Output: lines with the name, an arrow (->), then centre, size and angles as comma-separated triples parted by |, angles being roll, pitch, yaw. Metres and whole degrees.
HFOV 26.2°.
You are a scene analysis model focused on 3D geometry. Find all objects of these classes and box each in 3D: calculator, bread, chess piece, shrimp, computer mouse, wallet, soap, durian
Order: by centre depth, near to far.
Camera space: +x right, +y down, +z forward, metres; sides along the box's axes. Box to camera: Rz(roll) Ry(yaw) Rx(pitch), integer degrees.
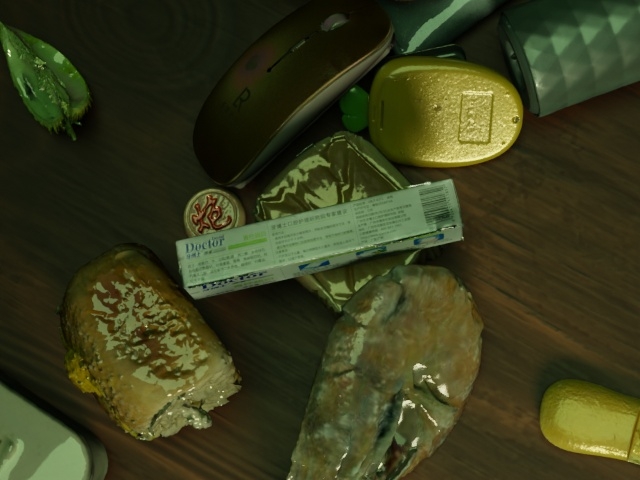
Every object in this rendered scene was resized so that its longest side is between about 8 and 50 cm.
shrimp -> 0.064, 0.238, 1.679 | 0.221, 0.110, 0.445 | 22, 93, -31
soap -> 0.354, 0.223, 1.691 | 0.168, 0.033, 0.089 | 10, 83, 8
bread -> -0.219, 0.141, 1.700 | 0.176, 0.195, 0.246 | -37, 77, -5
bread -> 0.038, -0.015, 1.739 | 0.192, 0.110, 0.210 | -45, 77, -6
calculator -> 0.140, -0.163, 1.758 | 0.235, 0.032, 0.146 | 2, 113, 2
computer mouse -> -0.043, -0.201, 1.765 | 0.310, 0.072, 0.158 | -42, 45, 6
chess piece -> -0.139, -0.029, 1.801 | 0.084, 0.038, 0.083 | -2, 79, 9
wallet -> 0.133, -0.400, 1.827 | 0.251, 0.054, 0.290 | -37, 77, 2
durian -> -0.364, -0.203, 1.831 | 0.086, 0.100, 0.215 | -39, 70, 2

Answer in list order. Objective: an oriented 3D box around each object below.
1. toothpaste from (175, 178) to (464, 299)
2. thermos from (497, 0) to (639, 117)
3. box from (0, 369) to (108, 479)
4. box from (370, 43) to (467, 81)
toothpaste -> 0.000, 0.000, 1.639 | 0.337, 0.081, 0.067 | -12, 75, 2
thermos -> 0.371, -0.279, 1.733 | 0.286, 0.145, 0.182 | -21, 69, 1
box -> -0.523, 0.331, 1.747 | 0.396, 0.111, 0.396 | 32, 84, 12
box -> 0.132, -0.199, 1.779 | 0.126, 0.031, 0.091 | -10, 114, 5
